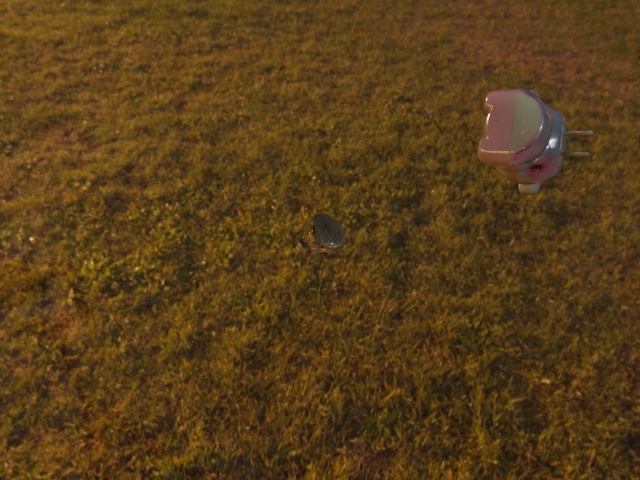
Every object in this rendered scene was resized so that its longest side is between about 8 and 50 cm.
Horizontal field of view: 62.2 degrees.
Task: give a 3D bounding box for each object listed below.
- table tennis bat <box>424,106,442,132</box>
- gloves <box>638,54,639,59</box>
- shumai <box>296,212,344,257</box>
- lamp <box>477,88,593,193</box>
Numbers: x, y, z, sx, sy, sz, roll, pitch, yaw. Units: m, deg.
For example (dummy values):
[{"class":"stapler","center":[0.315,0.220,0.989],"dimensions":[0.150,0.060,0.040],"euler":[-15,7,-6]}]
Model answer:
[{"class":"table tennis bat","center":[0.312,-0.333,1.465],"dimensions":[0.007,0.083,0.050],"euler":[-33,12,14]},{"class":"gloves","center":[0.818,-0.420,1.156],"dimensions":[0.300,0.197,0.152],"euler":[7,19,-24]},{"class":"shumai","center":[0.000,0.000,1.046],"dimensions":[0.083,0.080,0.082],"euler":[46,52,12]},{"class":"lamp","center":[0.528,-0.255,1.307],"dimensions":[0.247,0.248,0.301],"euler":[4,-3,32]}]
